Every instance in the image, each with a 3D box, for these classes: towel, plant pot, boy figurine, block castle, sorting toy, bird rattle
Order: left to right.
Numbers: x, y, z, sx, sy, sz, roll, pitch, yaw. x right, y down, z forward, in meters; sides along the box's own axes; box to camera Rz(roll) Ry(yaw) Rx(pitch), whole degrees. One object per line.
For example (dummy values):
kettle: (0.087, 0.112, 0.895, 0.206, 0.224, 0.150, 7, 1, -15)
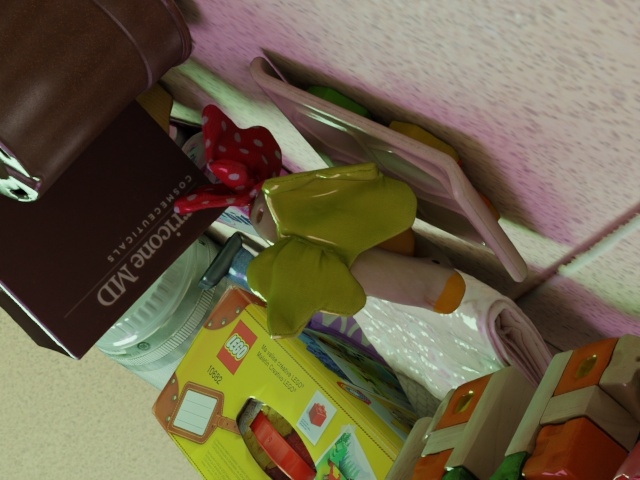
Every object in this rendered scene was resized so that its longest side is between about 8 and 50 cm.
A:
plant pot: (-0.209, -0.128, 1.232, 0.167, 0.165, 0.167, 31, 160, 12)
boy figurine: (-0.022, 0.099, 2.209, 0.285, 0.092, 0.177, 35, 168, -7)
bird rattle: (0.000, 0.000, 1.295, 0.207, 0.143, 0.253, 20, -176, -25)
sorting toy: (0.058, -0.058, 1.267, 0.208, 0.038, 0.193, 32, 172, 30)
towel: (0.133, 0.120, 1.614, 0.332, 0.053, 0.317, 26, 154, 54)
block castle: (0.235, 0.270, 1.365, 0.303, 0.213, 0.453, 43, 146, -15)

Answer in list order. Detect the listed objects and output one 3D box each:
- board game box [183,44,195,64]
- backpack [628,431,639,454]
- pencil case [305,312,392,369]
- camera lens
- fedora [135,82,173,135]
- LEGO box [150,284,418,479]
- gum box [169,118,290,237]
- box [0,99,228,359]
board game box: (-0.151, -0.181, 1.314, 0.090, 0.020, 0.090, 28, 171, 20)
backpack: (0.301, 0.163, 1.467, 0.120, 0.098, 0.101, 14, 161, 34)
pencil case: (0.082, 0.117, 1.952, 0.206, 0.088, 0.086, 30, 153, 13)
camera lens: (-0.197, 0.101, 2.368, 0.219, 0.219, 0.274, 21, 167, 47)
fedora: (-0.194, -0.123, 1.582, 0.194, 0.079, 0.194, 30, 171, 5)
LEGO box: (0.082, 0.291, 1.885, 0.372, 0.193, 0.500, 29, -173, -34)
gum box: (-0.097, -0.060, 1.659, 0.107, 0.062, 0.188, 37, 169, -35)
box: (-0.279, -0.100, 1.375, 0.381, 0.191, 0.143, 48, 165, -19)
